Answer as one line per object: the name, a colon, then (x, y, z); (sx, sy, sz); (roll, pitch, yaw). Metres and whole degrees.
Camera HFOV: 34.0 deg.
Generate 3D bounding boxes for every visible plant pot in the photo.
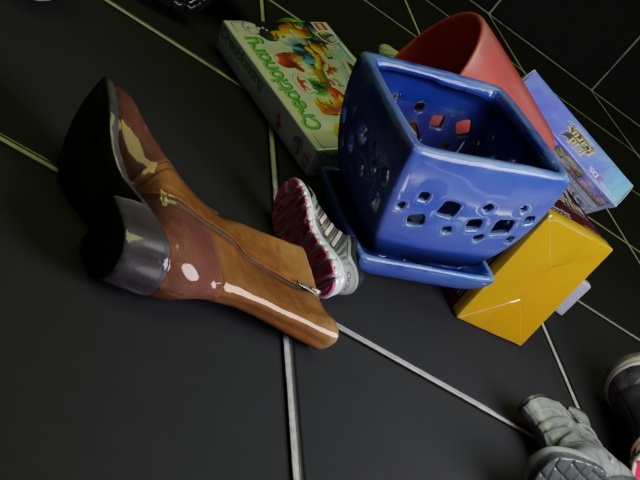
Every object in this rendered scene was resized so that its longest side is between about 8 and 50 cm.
plant pot: (0.139, -0.078, 1.344); (0.235, 0.212, 0.236); (10, 34, -25)
plant pot: (0.232, -0.189, 1.697); (0.243, 0.275, 0.275); (41, 21, -24)

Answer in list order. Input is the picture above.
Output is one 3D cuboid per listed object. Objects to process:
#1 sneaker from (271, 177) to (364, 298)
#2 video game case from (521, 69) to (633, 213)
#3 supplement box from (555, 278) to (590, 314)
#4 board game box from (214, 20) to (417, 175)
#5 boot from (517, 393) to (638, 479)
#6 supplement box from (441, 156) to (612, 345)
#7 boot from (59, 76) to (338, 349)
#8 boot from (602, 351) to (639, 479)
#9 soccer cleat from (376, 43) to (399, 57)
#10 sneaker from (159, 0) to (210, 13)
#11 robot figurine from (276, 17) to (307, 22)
sneaker: (0.000, 0.000, 1.226); (0.074, 0.063, 0.170); (14, 39, -45)
video game case: (0.394, -0.158, 1.881); (0.269, 0.061, 0.244); (48, -18, -7)
supplement box: (0.361, 0.009, 1.745); (0.130, 0.073, 0.239); (35, 24, -13)
board game box: (-0.006, -0.218, 1.551); (0.193, 0.053, 0.305); (-8, 49, -35)
boot: (0.269, 0.241, 1.196); (0.246, 0.083, 0.161); (27, 20, -45)
supplement box: (0.261, -0.001, 1.457); (0.129, 0.191, 0.194); (24, 26, -32)
boot: (-0.112, -0.029, 1.063); (0.280, 0.096, 0.264); (20, 30, -41)
boot: (0.542, 0.315, 1.364); (0.377, 0.138, 0.284); (36, 19, 1)
soccer cleat: (0.176, -0.343, 2.098); (0.068, 0.076, 0.196); (19, 30, -40)
sneaker: (-0.296, -0.430, 1.540); (0.283, 0.107, 0.124); (28, 11, -35)
robot figurine: (-0.043, -0.339, 1.766); (0.101, 0.067, 0.115); (39, 21, 20)
